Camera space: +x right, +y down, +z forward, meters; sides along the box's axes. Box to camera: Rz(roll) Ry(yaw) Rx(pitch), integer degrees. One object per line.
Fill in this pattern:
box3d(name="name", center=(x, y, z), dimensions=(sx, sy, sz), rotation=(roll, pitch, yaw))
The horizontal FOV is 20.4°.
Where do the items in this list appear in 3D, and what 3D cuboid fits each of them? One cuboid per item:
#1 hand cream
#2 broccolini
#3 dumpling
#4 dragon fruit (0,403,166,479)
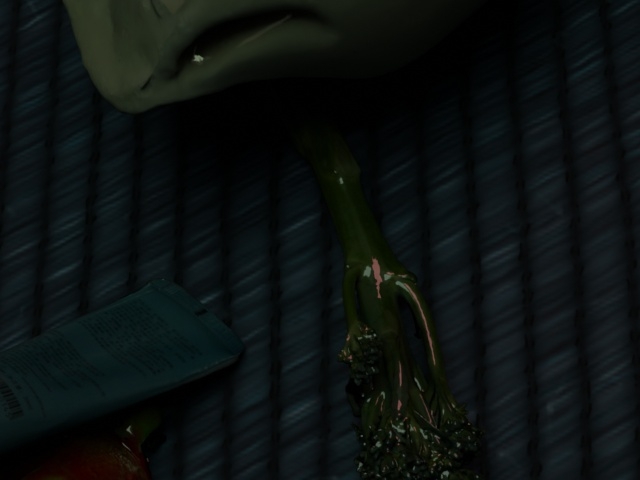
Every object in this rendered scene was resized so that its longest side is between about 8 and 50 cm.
box3d(name="hand cream", center=(-0.143, 0.075, 1.037), dimensions=(0.083, 0.048, 0.224), rotation=(38, 36, 25))
box3d(name="broccolini", center=(0.004, -0.003, 1.088), dimensions=(0.079, 0.074, 0.392), rotation=(-24, 62, 2))
box3d(name="dumpling", center=(-0.004, -0.256, 1.084), dimensions=(0.395, 0.233, 0.315), rotation=(-32, 60, -1))
box3d(name="dragon fruit", center=(-0.167, 0.166, 1.031), dimensions=(0.138, 0.175, 0.142), rotation=(5, 94, 28))
